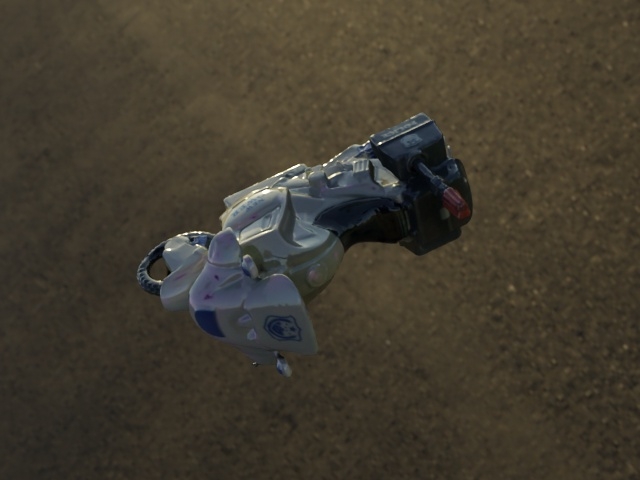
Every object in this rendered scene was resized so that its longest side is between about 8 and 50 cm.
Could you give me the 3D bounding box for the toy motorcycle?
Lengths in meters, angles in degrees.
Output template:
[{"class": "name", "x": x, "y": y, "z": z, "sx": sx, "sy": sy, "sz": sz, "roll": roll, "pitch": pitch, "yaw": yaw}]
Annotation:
[{"class": "toy motorcycle", "x": 0.000, "y": 0.000, "z": 0.748, "sx": 0.221, "sy": 0.102, "sz": 0.150, "roll": -26, "pitch": 34, "yaw": -13}]
